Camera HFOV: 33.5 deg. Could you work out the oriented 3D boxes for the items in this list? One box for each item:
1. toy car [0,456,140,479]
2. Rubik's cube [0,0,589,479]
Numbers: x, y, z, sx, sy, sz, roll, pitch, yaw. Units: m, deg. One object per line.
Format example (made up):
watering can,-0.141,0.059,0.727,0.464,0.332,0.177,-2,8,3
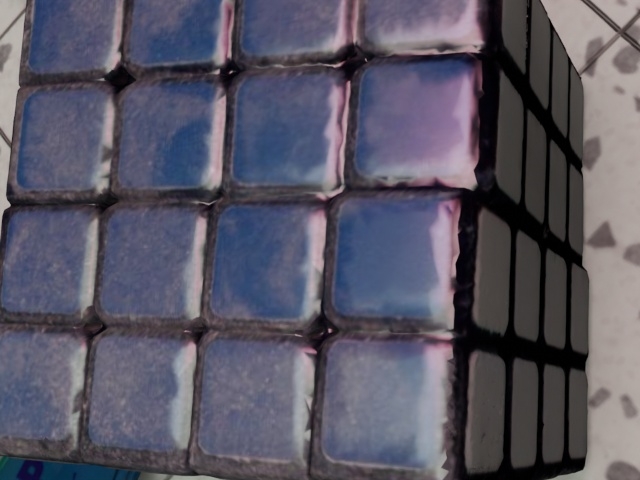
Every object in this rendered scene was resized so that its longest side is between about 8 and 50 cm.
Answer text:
toy car,-0.306,0.157,0.993,0.314,0.166,0.198,35,99,24
Rubik's cube,0.000,0.000,0.785,0.344,0.344,0.337,0,81,25
